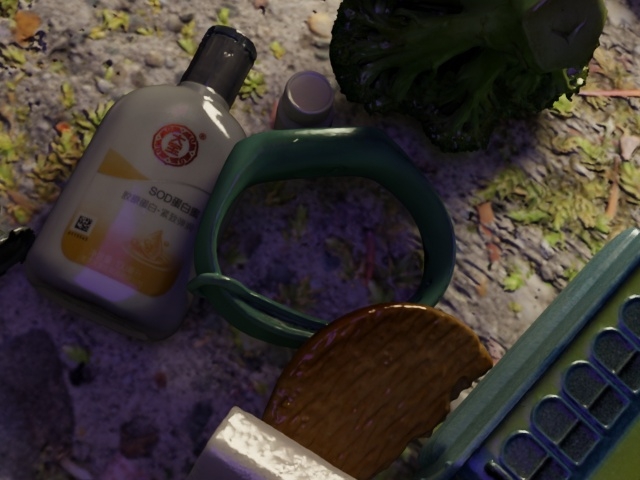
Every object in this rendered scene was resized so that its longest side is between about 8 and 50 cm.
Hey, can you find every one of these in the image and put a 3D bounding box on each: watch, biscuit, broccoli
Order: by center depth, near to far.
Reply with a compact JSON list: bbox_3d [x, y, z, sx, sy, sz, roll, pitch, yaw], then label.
[{"bbox_3d":[0.029,0.129,0.798,0.224,0.033,0.144,-42,114,-13],"label":"biscuit"},{"bbox_3d":[0.000,0.000,0.843,0.237,0.068,0.195,-4,81,-25],"label":"watch"},{"bbox_3d":[0.154,-0.195,0.875,0.268,0.269,0.254,11,104,-3],"label":"broccoli"}]

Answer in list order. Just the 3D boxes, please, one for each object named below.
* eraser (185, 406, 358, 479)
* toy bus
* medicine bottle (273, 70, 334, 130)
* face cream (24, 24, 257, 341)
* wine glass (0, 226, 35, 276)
[{"bbox_3d":[0.014,0.256,0.715,0.270,0.174,0.095,30,35,4],"label":"eraser"},{"bbox_3d":[0.233,0.144,0.797,0.190,0.152,0.312,44,70,7],"label":"toy bus"},{"bbox_3d":[-0.014,-0.113,0.899,0.052,0.089,0.052,3,68,-6],"label":"medicine bottle"},{"bbox_3d":[-0.134,-0.061,0.871,0.143,0.071,0.291,27,67,-5],"label":"face cream"},{"bbox_3d":[-0.311,-0.042,0.840,0.072,0.072,0.155,-36,78,-19],"label":"wine glass"}]
